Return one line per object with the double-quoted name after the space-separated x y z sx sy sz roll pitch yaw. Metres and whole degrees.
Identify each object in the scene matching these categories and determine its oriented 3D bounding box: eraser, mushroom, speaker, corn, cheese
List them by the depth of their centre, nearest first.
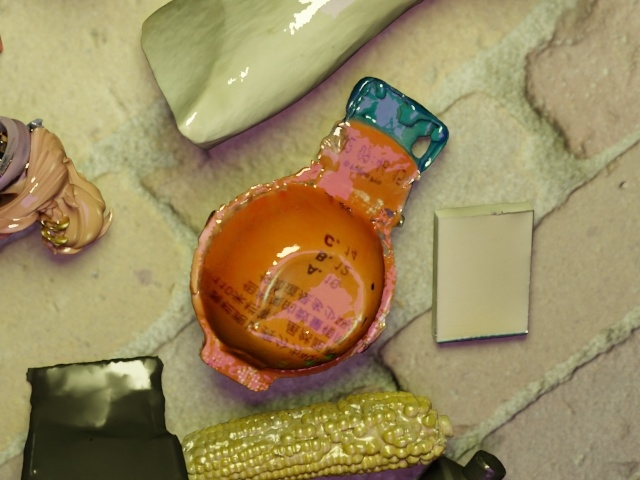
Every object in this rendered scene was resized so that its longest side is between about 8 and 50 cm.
0.034 -0.229 1.549 0.397 0.177 0.126 -33 129 5 "mushroom"
0.000 0.000 1.689 0.217 0.129 0.329 30 96 -19 "cheese"
0.166 0.034 1.793 0.103 0.023 0.150 -5 118 -8 "eraser"
-0.004 0.211 1.820 0.288 0.086 0.087 -8 118 -4 "corn"
-0.219 0.329 1.824 0.180 0.184 0.388 -4 129 -7 "speaker"

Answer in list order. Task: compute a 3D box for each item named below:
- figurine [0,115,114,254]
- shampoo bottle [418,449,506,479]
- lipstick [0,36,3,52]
-0.263 -0.042 1.624 0.157 0.126 0.114 30 151 -21 "figurine"
0.116 0.333 1.907 0.079 0.080 0.246 29 108 -24 "shampoo bottle"
-0.428 -0.112 1.590 0.312 0.051 0.051 -26 118 3 "lipstick"
